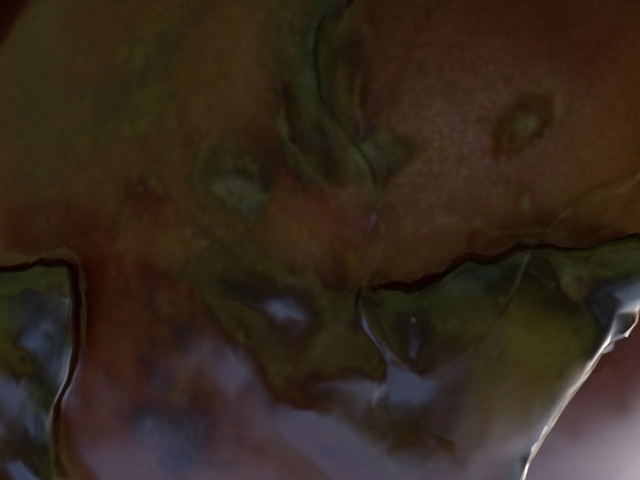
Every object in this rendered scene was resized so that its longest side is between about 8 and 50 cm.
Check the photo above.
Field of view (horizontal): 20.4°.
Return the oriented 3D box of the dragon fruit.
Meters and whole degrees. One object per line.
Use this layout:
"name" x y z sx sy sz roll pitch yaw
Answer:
"dragon fruit" 0.002 -0.003 0.452 0.250 0.315 0.250 20 -160 -8
